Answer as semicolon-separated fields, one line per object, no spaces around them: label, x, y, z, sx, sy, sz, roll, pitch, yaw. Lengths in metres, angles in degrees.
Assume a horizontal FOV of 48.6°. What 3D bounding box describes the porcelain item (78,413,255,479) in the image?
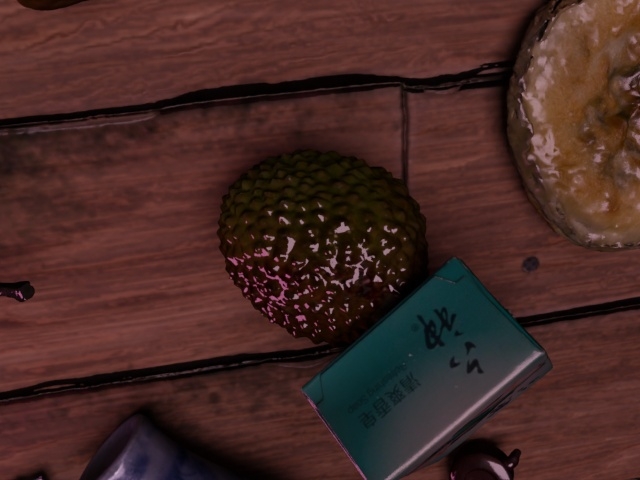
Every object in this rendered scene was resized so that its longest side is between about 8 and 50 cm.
porcelain item;-0.101;0.276;0.671;0.141;0.141;0.259;-43;104;7

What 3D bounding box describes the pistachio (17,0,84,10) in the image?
pistachio;-0.151;-0.249;0.456;0.165;0.131;0.210;1;118;-55

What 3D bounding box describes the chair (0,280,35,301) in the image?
chair;-0.357;0.022;0.548;0.229;0.113;0.106;0;117;30

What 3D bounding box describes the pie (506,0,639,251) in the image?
pie;0.283;-0.117;0.627;0.274;0.055;0.274;-4;112;-10

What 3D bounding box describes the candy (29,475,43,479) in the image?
candy;-0.267;0.287;0.691;0.088;0.038;0.136;-29;107;16

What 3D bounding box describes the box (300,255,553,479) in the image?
box;0.103;0.113;0.586;0.153;0.092;0.245;-43;158;7

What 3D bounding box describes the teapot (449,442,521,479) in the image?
teapot;0.170;0.250;0.757;0.100;0.045;0.067;-35;91;22

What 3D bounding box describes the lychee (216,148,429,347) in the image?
lychee;0.000;0.000;0.568;0.171;0.171;0.171;-4;112;-10
